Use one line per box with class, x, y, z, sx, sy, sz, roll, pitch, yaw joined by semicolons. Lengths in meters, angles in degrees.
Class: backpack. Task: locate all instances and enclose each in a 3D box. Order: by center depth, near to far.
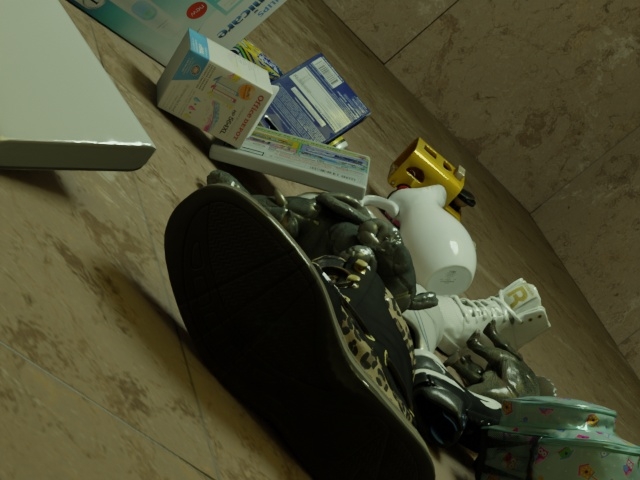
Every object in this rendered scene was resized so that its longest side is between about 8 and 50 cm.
backpack;0.310;0.271;1.772;0.188;0.144;0.166;12;-5;40

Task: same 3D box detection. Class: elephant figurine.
elephant figurine;0.000;0.000;1.735;0.239;0.169;0.186;40;-26;41

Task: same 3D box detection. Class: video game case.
video game case;-0.037;-0.113;1.938;0.212;0.023;0.193;15;16;-1

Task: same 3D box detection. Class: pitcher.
pitcher;0.160;-0.002;2.364;0.177;0.125;0.207;0;43;-19

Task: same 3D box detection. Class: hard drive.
hard drive;-0.306;-0.192;1.336;0.203;0.040;0.308;-2;52;-53

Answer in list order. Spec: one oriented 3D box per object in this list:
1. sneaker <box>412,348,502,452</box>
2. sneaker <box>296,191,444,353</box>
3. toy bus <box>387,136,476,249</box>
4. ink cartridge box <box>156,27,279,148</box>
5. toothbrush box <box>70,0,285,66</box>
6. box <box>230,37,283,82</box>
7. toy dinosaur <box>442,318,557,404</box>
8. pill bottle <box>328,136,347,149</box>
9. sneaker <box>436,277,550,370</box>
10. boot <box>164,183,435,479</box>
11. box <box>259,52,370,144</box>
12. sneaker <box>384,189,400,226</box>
sneaker;0.181;0.243;1.819;0.217;0.079;0.121;38;21;-19
sneaker;0.062;0.056;1.866;0.297;0.111;0.129;46;19;-14
toy bus;0.219;-0.096;2.576;0.202;0.104;0.191;14;36;-50
ink cartridge box;-0.132;-0.195;1.855;0.143;0.092;0.090;26;20;-18
toothbrush box;-0.204;-0.374;1.929;0.295;0.216;0.126;32;22;-57
box;-0.123;-0.293;2.339;0.169;0.054;0.059;34;20;-49
toy dinosaur;0.275;0.211;2.114;0.160;0.121;0.313;40;6;16
pill bottle;-0.013;-0.185;2.382;0.116;0.065;0.065;51;13;2
sneaker;0.258;0.108;2.240;0.292;0.169;0.108;30;25;-53
boot;-0.012;0.080;1.452;0.377;0.138;0.284;52;13;-11
box;-0.028;-0.212;2.316;0.136;0.036;0.225;51;44;3
sneaker;0.182;-0.036;2.626;0.170;0.063;0.075;40;21;-21
